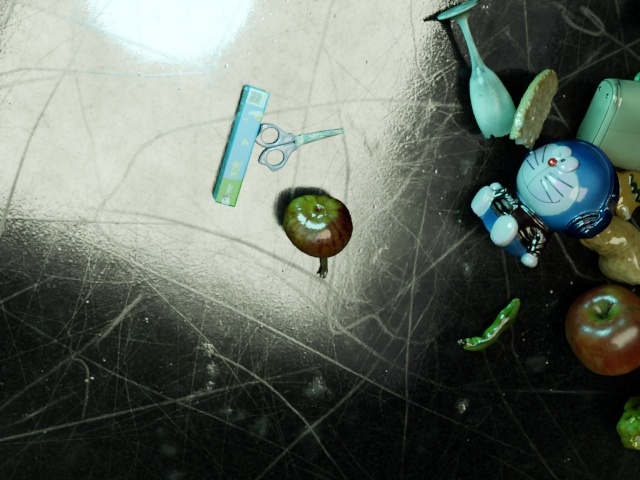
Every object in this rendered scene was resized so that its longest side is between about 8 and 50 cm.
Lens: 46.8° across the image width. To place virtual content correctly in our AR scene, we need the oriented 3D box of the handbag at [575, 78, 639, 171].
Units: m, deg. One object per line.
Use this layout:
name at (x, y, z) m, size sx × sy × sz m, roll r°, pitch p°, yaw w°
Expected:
handbag at (0.801, -0.273, 1.805) m, size 0.315 × 0.109 × 0.241 m, roll 8°, pitch 125°, yaw -11°

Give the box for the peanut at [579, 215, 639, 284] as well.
peanut at (0.764, 0.023, 1.891) m, size 0.137 × 0.122 × 0.253 m, roll -42°, pitch 107°, yaw 8°

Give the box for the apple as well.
apple at (0.746, 0.235, 1.896) m, size 0.230 × 0.230 × 0.230 m, roll -3°, pitch 104°, yaw -13°

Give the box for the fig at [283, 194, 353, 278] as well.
fig at (0.009, -0.024, 1.697) m, size 0.149 × 0.148 × 0.202 m, roll -18°, pitch 151°, yaw 26°

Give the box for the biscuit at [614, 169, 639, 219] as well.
biscuit at (0.849, -0.163, 1.912) m, size 0.240 × 0.035 × 0.158 m, roll -33°, pitch 111°, yaw -3°

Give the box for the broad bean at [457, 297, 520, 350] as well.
broad bean at (0.447, 0.228, 1.906) m, size 0.195 × 0.046 × 0.061 m, roll -35°, pitch 111°, yaw -1°

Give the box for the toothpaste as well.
toothpaste at (-0.178, -0.210, 1.642) m, size 0.050 × 0.065 × 0.266 m, roll 15°, pitch 99°, yaw -19°

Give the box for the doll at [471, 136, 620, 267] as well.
doll at (0.546, -0.101, 1.748) m, size 0.310 × 0.284 × 0.240 m, roll -44°, pitch 136°, yaw 19°

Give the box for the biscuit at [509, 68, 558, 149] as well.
biscuit at (0.496, -0.300, 1.721) m, size 0.265 × 0.040 × 0.188 m, roll -43°, pitch 145°, yaw -43°

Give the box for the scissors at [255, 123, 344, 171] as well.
scissors at (-0.044, -0.228, 1.691) m, size 0.212 × 0.021 × 0.110 m, roll -14°, pitch 108°, yaw -9°

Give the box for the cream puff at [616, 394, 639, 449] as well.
cream puff at (0.929, 0.472, 1.979) m, size 0.282 × 0.282 × 0.185 m, roll 7°, pitch 76°, yaw -15°

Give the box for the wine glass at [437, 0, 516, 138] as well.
wine glass at (0.432, -0.398, 1.653) m, size 0.096 × 0.264 × 0.309 m, roll -42°, pitch 114°, yaw -42°

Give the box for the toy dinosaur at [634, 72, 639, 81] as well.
toy dinosaur at (0.794, -0.353, 1.845) m, size 0.096 × 0.059 × 0.132 m, roll -17°, pitch 115°, yaw -17°
